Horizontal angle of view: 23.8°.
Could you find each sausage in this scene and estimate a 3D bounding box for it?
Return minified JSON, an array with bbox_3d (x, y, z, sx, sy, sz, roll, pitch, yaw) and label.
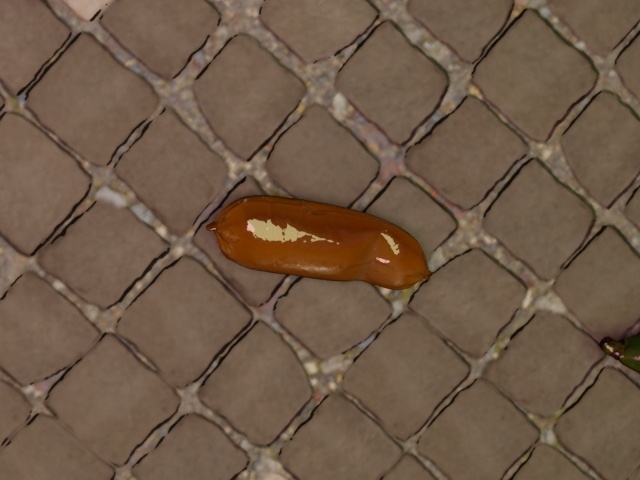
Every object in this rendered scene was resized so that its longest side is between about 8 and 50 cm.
[{"bbox_3d":[0.000,0.000,1.185,0.183,0.054,0.062,8,127,-13],"label":"sausage"}]

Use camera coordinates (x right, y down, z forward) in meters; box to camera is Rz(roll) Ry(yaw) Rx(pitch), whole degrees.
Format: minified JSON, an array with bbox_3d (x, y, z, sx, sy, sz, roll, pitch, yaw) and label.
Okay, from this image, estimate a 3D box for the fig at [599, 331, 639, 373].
[{"bbox_3d":[0.315,0.097,1.231,0.177,0.117,0.117,-3,98,7],"label":"fig"}]
